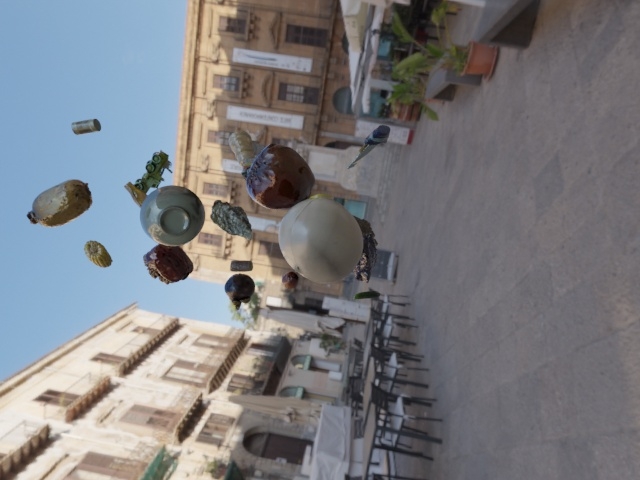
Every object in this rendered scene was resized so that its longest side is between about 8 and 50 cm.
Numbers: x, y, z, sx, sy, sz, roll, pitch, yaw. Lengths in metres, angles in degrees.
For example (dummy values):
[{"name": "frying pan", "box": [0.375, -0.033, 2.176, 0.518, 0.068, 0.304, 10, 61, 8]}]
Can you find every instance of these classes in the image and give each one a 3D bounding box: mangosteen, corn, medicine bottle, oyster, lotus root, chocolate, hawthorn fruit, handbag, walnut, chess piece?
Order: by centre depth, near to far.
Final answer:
[{"name": "corn", "box": [-0.748, 0.050, 1.433, 0.063, 0.085, 0.165, -60, 5, -21]}, {"name": "medicine bottle", "box": [-0.821, -0.399, 1.488, 0.047, 0.084, 0.047, -9, -90, -86]}, {"name": "oyster", "box": [-0.318, -0.077, 1.550, 0.064, 0.177, 0.124, -31, 37, 60]}, {"name": "hawthorn fruit", "box": [-0.119, 0.159, 1.710, 0.077, 0.077, 0.077, 9, -90, -86]}, {"name": "lotus root", "box": [-1.063, -0.145, 1.736, 0.160, 0.285, 0.146, 63, 179, 44]}, {"name": "hawthorn fruit", "box": [-0.177, -0.282, 1.976, 0.308, 0.325, 0.307, -172, 90, -71]}, {"name": "handbag", "box": [0.212, 0.079, 2.061, 0.161, 0.113, 0.260, -60, -31, -34]}, {"name": "chocolate", "box": [-0.887, -0.200, 2.115, 0.086, 0.219, 0.085, -43, 5, 5]}, {"name": "chess piece", "box": [-0.438, -0.512, 2.452, 0.142, 0.143, 0.260, 96, 157, -43]}, {"name": "walnut", "box": [-0.906, 0.144, 2.521, 0.244, 0.269, 0.222, -42, 11, -7]}, {"name": "mangosteen", "box": [-0.507, 0.323, 2.687, 0.194, 0.195, 0.230, -33, -62, -85]}]

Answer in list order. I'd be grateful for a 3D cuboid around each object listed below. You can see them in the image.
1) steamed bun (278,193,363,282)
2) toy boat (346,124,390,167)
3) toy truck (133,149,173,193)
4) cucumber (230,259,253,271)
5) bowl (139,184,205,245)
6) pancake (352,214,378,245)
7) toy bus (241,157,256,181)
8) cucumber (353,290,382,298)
[{"name": "steamed bun", "box": [0.005, 0.001, 1.727, 0.374, 0.334, 0.333, 51, -141, -41]}, {"name": "toy boat", "box": [0.230, -0.440, 2.085, 0.221, 0.067, 0.291, -30, -14, -49]}, {"name": "toy truck", "box": [-0.908, -0.358, 2.322, 0.259, 0.135, 0.128, -51, 27, 5]}, {"name": "cucumber", "box": [-0.393, 0.130, 2.111, 0.064, 0.112, 0.064, 2, -90, -88]}, {"name": "bowl", "box": [-0.654, -0.095, 1.893, 0.146, 0.290, 0.288, -145, 61, -65]}, {"name": "pancake", "box": [0.138, -0.102, 2.455, 0.066, 0.427, 0.304, -61, 5, 27]}, {"name": "toy bus", "box": [-0.278, -0.381, 2.251, 0.121, 0.266, 0.119, 67, -161, -66]}, {"name": "cucumber", "box": [0.244, 0.276, 2.154, 0.039, 0.168, 0.039, 178, 90, -67]}]
